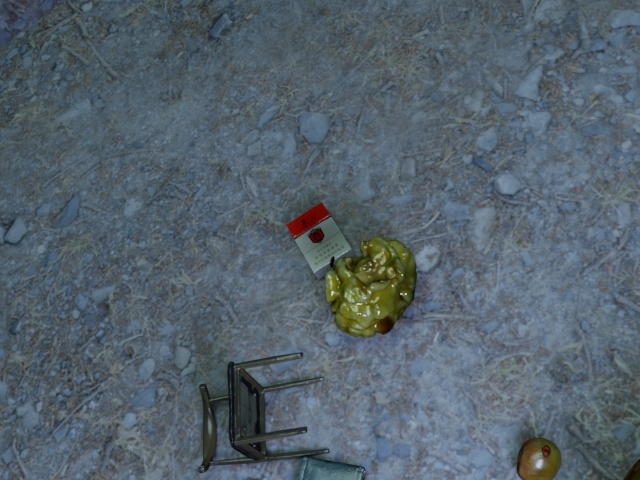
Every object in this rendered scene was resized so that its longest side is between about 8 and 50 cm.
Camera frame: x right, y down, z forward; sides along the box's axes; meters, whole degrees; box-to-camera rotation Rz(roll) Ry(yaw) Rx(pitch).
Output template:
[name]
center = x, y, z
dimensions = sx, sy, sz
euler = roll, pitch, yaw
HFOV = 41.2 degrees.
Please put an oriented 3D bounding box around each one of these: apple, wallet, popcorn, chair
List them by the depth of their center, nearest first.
[apple]
center = 0.388, 0.394, 1.514
dimensions = 0.071, 0.084, 0.084
euler = 17, 67, 9
[wallet]
center = 0.019, 0.470, 1.637
dimensions = 0.129, 0.026, 0.088
euler = 5, 67, 21
[chair]
center = -0.138, 0.344, 1.681
dimensions = 0.272, 0.166, 0.188
euler = -13, 58, 13
[popcorn]
center = 0.102, 0.089, 1.725
dimensions = 0.169, 0.189, 0.218
euler = 21, 72, 25

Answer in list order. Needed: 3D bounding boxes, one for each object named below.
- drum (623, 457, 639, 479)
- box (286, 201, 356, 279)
[drum]
center = 0.623, 0.476, 1.203
dimensions = 0.431, 0.214, 0.431
euler = 0, 91, 19
[box]
center = 0.000, 0.000, 1.900
dimensions = 0.100, 0.048, 0.152
euler = -31, 58, -1
